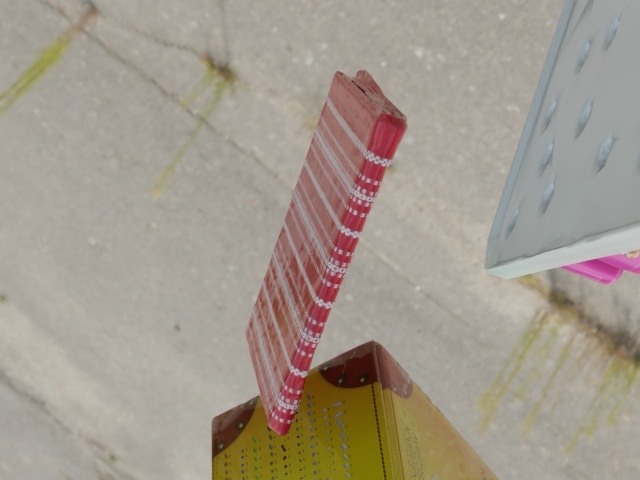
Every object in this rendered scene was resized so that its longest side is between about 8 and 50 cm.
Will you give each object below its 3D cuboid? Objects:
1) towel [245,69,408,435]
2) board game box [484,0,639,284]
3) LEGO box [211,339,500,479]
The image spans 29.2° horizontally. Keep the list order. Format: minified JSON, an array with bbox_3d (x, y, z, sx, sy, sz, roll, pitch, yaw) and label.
[{"bbox_3d":[0.000,0.000,1.025,0.031,0.275,0.199,16,-165,-14],"label":"towel"},{"bbox_3d":[0.164,-0.179,0.300,0.050,0.390,0.390,20,173,-4],"label":"board game box"},{"bbox_3d":[0.085,0.397,1.055,0.193,0.500,0.372,-27,126,17],"label":"LEGO box"}]
